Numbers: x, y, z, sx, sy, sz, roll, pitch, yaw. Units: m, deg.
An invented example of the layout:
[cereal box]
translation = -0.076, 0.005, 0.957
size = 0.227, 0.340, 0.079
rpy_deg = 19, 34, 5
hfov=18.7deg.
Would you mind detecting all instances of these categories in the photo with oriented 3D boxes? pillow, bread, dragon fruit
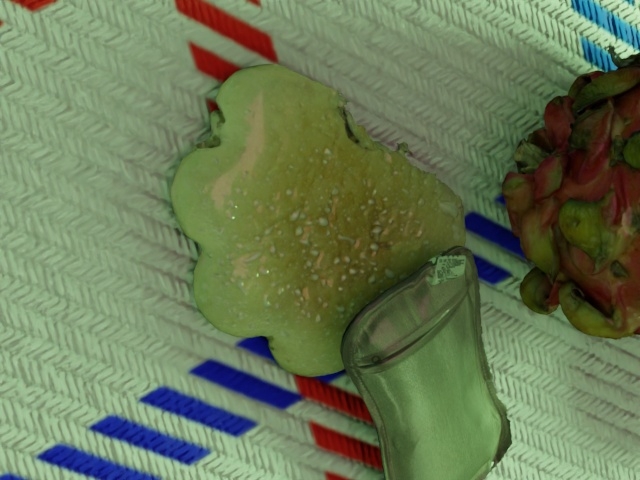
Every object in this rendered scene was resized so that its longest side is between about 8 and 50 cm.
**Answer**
[pillow]
translation = 0.081, 0.113, 1.414
size = 0.131, 0.038, 0.232
rpy_deg = -38, 133, -26
[bread]
translation = 0.000, 0.000, 1.361
size = 0.251, 0.039, 0.181
rpy_deg = 36, 75, -35
[dragon fruit]
translation = 0.281, -0.023, 1.435
size = 0.291, 0.250, 0.269
rpy_deg = -20, 95, 2
